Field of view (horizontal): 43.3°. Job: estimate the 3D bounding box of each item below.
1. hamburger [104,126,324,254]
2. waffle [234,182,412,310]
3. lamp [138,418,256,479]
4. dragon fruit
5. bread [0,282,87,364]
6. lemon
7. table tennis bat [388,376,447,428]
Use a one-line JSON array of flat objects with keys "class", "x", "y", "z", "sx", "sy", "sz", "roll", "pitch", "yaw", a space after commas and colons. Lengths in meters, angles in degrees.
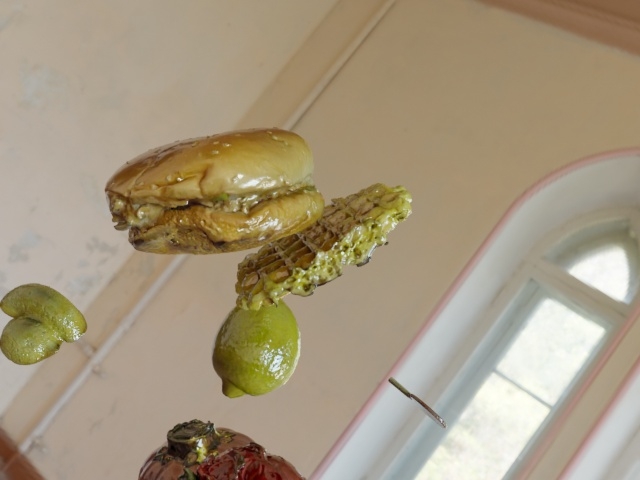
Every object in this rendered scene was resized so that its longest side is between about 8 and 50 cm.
[{"class": "hamburger", "x": -0.151, "y": -0.067, "z": 1.154, "sx": 0.290, "sy": 0.170, "sz": 0.314, "roll": -10, "pitch": 5, "yaw": 23}, {"class": "waffle", "x": 0.002, "y": 0.003, "z": 1.299, "sx": 0.060, "sy": 0.312, "sz": 0.307, "roll": 59, "pitch": 29, "yaw": -18}, {"class": "lamp", "x": -0.271, "y": 0.531, "z": 1.831, "sx": 0.305, "sy": 0.306, "sz": 0.239, "roll": 23, "pitch": -56, "yaw": 63}, {"class": "dragon fruit", "x": -0.118, "y": 0.474, "z": 1.301, "sx": 0.244, "sy": 0.245, "sz": 0.298, "roll": -161, "pitch": -125, "yaw": -68}, {"class": "bread", "x": -0.523, "y": 0.138, "z": 1.446, "sx": 0.188, "sy": 0.149, "sz": 0.065, "roll": 33, "pitch": -29, "yaw": 26}, {"class": "lemon", "x": -0.129, "y": 0.215, "z": 1.676, "sx": 0.184, "sy": 0.248, "sz": 0.184, "roll": 21, "pitch": -14, "yaw": 5}, {"class": "table tennis bat", "x": 0.201, "y": 0.334, "z": 1.664, "sx": 0.156, "sy": 0.013, "sz": 0.087, "roll": 37, "pitch": -11, "yaw": 31}]
